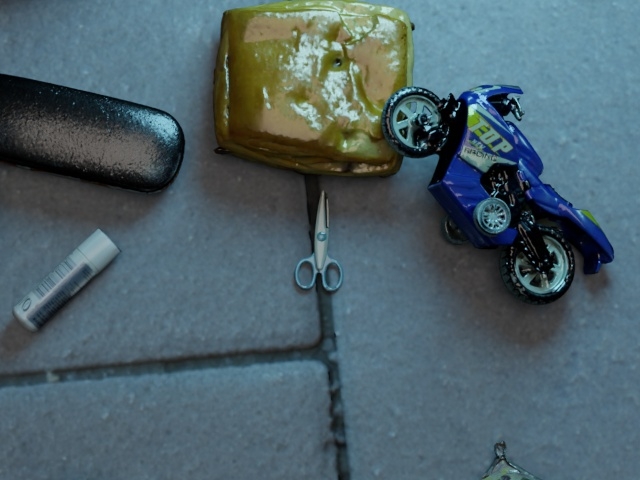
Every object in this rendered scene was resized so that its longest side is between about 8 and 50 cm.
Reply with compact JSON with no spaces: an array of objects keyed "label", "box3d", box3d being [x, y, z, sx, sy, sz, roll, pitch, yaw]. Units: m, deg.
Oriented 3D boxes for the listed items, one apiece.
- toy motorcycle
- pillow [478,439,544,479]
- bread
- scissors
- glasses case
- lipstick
[{"label":"toy motorcycle","box3d":[0.211,-0.072,1.536,0.169,0.113,0.315,-42,97,-17]},{"label":"pillow","box3d":[0.248,0.331,1.446,0.255,0.059,0.169,24,70,42]},{"label":"bread","box3d":[-0.009,-0.183,1.558,0.235,0.099,0.211,4,81,-1]},{"label":"scissors","box3d":[0.000,0.000,1.571,0.058,0.014,0.119,3,84,-2]},{"label":"glasses case","box3d":[-0.291,-0.124,1.558,0.266,0.067,0.103,14,82,0]},{"label":"lipstick","box3d":[-0.294,0.047,1.543,0.141,0.040,0.040,-44,84,-8]}]
